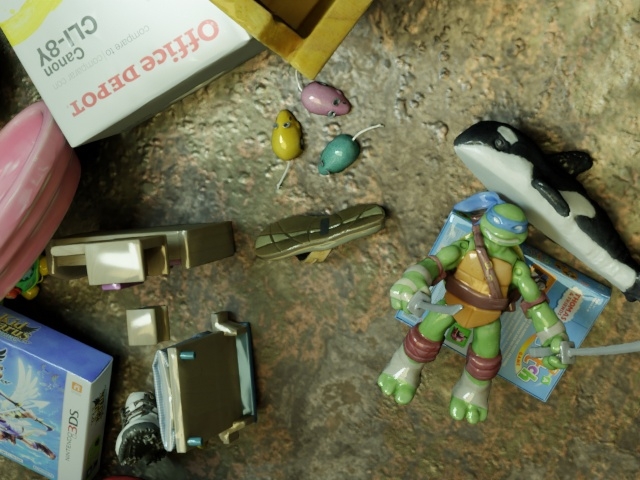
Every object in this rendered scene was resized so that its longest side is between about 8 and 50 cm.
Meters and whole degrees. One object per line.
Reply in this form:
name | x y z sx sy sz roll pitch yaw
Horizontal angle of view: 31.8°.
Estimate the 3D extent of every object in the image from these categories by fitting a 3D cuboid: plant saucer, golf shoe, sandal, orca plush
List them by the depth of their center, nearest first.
orca plush | 0.289 -0.055 1.271 0.287 0.151 0.102 37 83 7
plant saucer | -0.409 -0.022 1.406 0.084 0.332 0.332 38 117 -25
sandal | 0.000 0.000 1.406 0.180 0.072 0.049 -12 124 17
golf shoe | -0.243 0.246 1.496 0.077 0.198 0.093 -29 77 -6

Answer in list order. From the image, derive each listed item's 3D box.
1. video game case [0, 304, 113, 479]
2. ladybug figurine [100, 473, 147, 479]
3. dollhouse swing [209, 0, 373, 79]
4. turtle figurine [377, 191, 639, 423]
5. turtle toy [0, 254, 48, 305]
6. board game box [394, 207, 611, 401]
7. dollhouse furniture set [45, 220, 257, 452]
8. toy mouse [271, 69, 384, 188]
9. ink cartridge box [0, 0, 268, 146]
video game case | -0.429 0.208 1.571 0.270 0.061 0.244 23 130 10
ladybug figurine | -0.344 0.443 1.530 0.449 0.305 0.161 -32 86 27
dollhouse swing | -0.054 -0.391 1.095 0.347 0.315 0.305 39 98 -12
turtle figurine | 0.168 0.109 1.245 0.274 0.198 0.266 60 144 39
turtle toy | -0.437 0.048 1.556 0.095 0.066 0.130 38 114 4
board game box | 0.220 0.077 1.367 0.212 0.039 0.160 30 113 8
dollhouse furniture set | -0.231 0.140 1.399 0.198 0.286 0.303 -4 94 19
toy mouse | 0.005 -0.135 1.373 0.143 0.031 0.161 3 108 17
ink cartridge box | -0.251 -0.344 1.318 0.279 0.160 0.384 -27 97 22
